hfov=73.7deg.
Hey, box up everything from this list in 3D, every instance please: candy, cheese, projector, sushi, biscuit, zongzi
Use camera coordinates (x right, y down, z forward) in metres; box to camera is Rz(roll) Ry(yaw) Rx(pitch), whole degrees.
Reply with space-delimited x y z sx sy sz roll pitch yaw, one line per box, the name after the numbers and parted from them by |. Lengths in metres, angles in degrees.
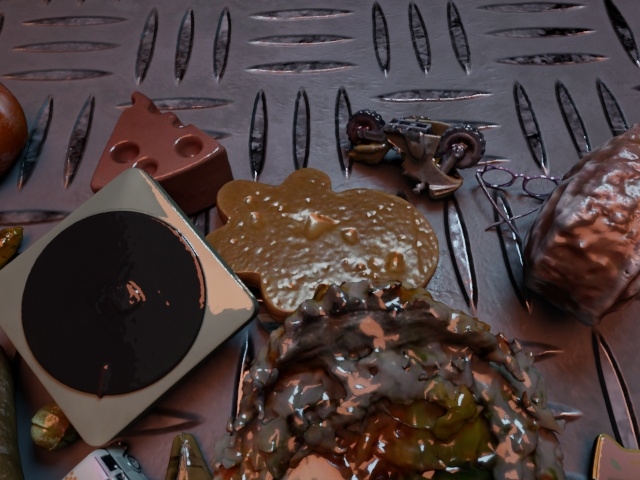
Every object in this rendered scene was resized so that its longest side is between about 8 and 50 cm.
-0.315 0.184 0.590 0.061 0.061 0.202 19 58 10 | candy
0.388 -0.028 0.580 0.157 0.214 0.289 35 69 23 | candy
-0.232 -0.123 0.696 0.177 0.128 0.202 7 60 2 | cheese
-0.254 0.078 0.559 0.259 0.079 0.257 -41 82 -6 | projector
0.080 0.250 0.460 0.418 0.176 0.417 1 72 -3 | sushi
0.000 0.002 0.656 0.355 0.052 0.275 5 55 -1 | biscuit
-0.150 0.285 0.540 0.083 0.040 0.076 8 57 -8 | zongzi

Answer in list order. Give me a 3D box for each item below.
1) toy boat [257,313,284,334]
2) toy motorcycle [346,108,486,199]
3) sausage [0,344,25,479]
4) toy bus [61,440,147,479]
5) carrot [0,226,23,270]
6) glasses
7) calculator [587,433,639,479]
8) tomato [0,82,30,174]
-0.028 0.087 0.642 0.105 0.034 0.149 17 52 11 | toy boat
0.146 -0.139 0.704 0.229 0.129 0.094 17 42 23 | toy motorcycle
-0.368 0.299 0.446 0.501 0.136 0.123 46 110 32 | sausage
-0.222 0.330 0.488 0.194 0.089 0.087 41 72 18 | toy bus
-0.557 0.102 0.627 0.066 0.066 0.314 26 64 13 | carrot
0.310 -0.057 0.681 0.140 0.062 0.103 16 67 10 | glasses
0.391 0.358 0.494 0.157 0.033 0.236 7 67 4 | calculator
-0.621 -0.198 0.700 0.232 0.188 0.232 0 62 0 | tomato
